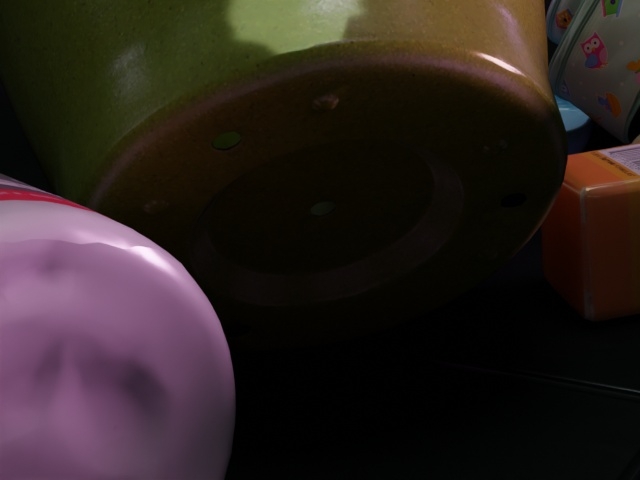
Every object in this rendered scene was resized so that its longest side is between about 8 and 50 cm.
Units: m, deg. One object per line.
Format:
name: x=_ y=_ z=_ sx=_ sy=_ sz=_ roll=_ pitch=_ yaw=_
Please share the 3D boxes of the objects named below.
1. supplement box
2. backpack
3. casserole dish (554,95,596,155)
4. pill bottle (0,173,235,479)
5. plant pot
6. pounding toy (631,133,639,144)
supplement box: x=0.243 y=-0.020 z=0.697 sx=0.233 sy=0.078 sz=0.080 roll=-8 pitch=18 yaw=-5
backpack: x=0.243 y=-0.155 z=0.879 sx=0.144 sy=0.166 sz=0.188 roll=41 pitch=40 yaw=19
casserole dish: x=0.159 y=-0.091 z=0.966 sx=0.114 sy=0.037 sz=0.188 roll=1 pitch=23 yaw=19
pill bottle: x=-0.192 y=0.042 z=0.536 sx=0.176 sy=0.176 sz=0.318 roll=-21 pitch=25 yaw=-33
plant pot: x=-0.035 y=-0.144 z=0.674 sx=0.366 sy=0.366 sz=0.353 roll=-10 pitch=57 yaw=-7
pounding toy: x=0.323 y=-0.093 z=0.785 sx=0.236 sy=0.183 sz=0.110 roll=-19 pitch=55 yaw=-21
